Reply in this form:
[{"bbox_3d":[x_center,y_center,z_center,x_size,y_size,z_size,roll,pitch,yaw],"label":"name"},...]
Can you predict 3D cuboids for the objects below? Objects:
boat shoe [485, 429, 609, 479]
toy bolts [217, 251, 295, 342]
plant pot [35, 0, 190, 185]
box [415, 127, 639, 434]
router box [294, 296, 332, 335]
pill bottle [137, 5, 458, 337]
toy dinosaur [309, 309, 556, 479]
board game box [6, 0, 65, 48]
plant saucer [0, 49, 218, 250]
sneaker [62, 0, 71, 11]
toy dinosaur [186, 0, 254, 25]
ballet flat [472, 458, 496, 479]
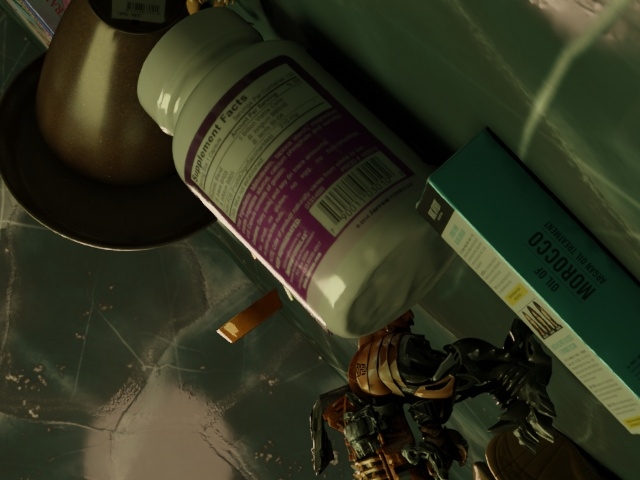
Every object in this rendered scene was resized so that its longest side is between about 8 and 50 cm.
[{"bbox_3d":[0.300,0.311,1.530,0.277,0.098,0.096,36,165,51],"label":"boat shoe"},{"bbox_3d":[-0.075,0.010,1.805,0.158,0.218,0.228,54,154,2],"label":"toy bolts"},{"bbox_3d":[-0.212,-0.209,1.473,0.215,0.215,0.230,46,154,12],"label":"plant pot"},{"bbox_3d":[0.178,0.034,0.973,0.244,0.060,0.100,47,172,7],"label":"box"},{"bbox_3d":[0.000,0.000,1.503,0.179,0.133,0.046,46,173,11],"label":"router box"},{"bbox_3d":[-0.023,-0.070,1.157,0.301,0.169,0.169,45,172,23],"label":"pill bottle"},{"bbox_3d":[0.099,0.135,1.213,0.164,0.218,0.322,-68,-22,-81],"label":"toy dinosaur"},{"bbox_3d":[-0.471,-0.379,2.428,0.319,0.066,0.318,51,172,-21],"label":"board game box"},{"bbox_3d":[-0.237,-0.114,1.583,0.310,0.310,0.050,46,151,15],"label":"plant saucer"},{"bbox_3d":[-0.252,-0.230,1.718,0.095,0.104,0.236,23,132,68],"label":"sneaker"},{"bbox_3d":[-0.116,-0.247,1.262,0.211,0.064,0.112,2,117,66],"label":"toy dinosaur"},{"bbox_3d":[0.298,0.451,1.809,0.342,0.124,0.116,44,-173,-16],"label":"ballet flat"}]
